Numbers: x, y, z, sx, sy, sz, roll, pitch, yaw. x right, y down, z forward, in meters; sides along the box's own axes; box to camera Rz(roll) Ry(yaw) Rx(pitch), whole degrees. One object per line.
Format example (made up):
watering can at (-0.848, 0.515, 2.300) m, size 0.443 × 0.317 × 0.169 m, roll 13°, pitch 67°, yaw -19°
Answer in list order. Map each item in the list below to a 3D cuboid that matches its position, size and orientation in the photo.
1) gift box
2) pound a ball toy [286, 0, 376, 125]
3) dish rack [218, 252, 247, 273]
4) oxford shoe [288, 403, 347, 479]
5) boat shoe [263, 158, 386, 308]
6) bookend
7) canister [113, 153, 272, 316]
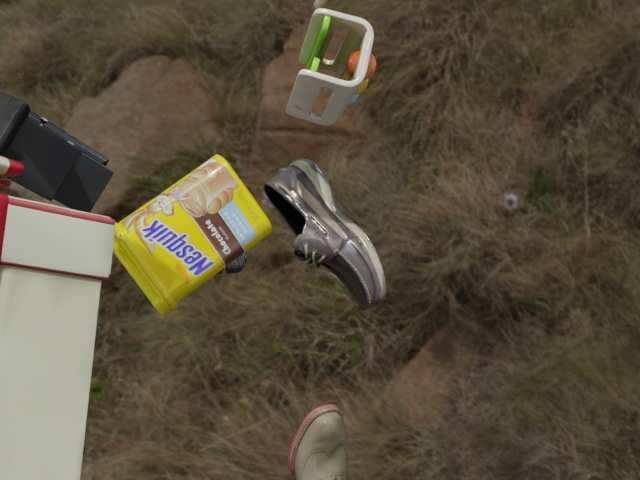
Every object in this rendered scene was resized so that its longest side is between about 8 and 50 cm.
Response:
gift box at (-0.317, 0.064, 0.556) m, size 0.255 × 0.276 × 0.258 m, roll -9°, pitch 72°, yaw 43°
pound a ball toy at (0.036, -0.350, 1.442) m, size 0.135 × 0.319 × 0.208 m, roll 14°, pitch 82°, yaw -7°
dish rack at (-0.248, -0.014, 1.722) m, size 0.208 × 0.272 × 0.074 m, roll -3°, pitch 55°, yaw -18°
oxford shoe at (0.015, 0.476, 1.493) m, size 0.130 × 0.123 × 0.348 m, roll 38°, pitch 131°, yaw 53°
boat shoe at (0.000, 0.000, 1.607) m, size 0.130 × 0.132 × 0.355 m, roll -26°, pitch 69°, yaw -22°
bookend at (-0.283, -0.084, 0.833) m, size 0.157 × 0.156 × 0.072 m, roll 25°, pitch 83°, yaw 54°
canister at (-0.158, -0.009, 0.944) m, size 0.170 × 0.126 × 0.073 m, roll -37°, pitch 9°, yaw -13°
